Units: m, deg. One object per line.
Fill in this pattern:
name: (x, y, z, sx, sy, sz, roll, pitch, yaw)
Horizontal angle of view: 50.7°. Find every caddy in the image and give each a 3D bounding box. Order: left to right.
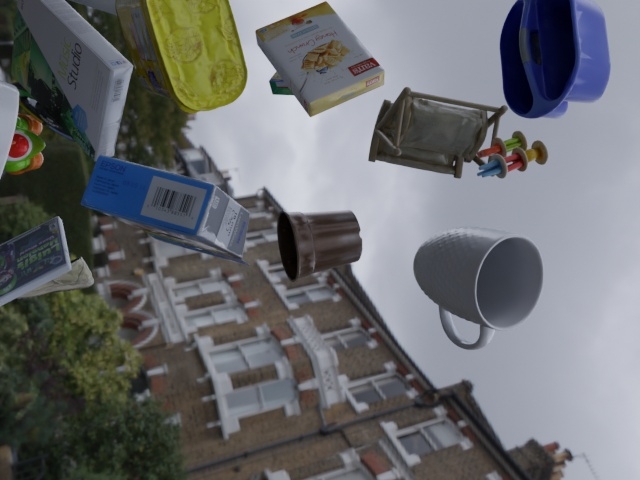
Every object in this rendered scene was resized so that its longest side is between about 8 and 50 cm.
caddy: (0.559, -0.462, 1.663, 0.241, 0.179, 0.341, -24, -115, 59)

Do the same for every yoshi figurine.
yoshi figurine: (-0.812, -0.219, 1.597, 0.203, 0.203, 0.362, 43, 10, -6)

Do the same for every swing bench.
swing bench: (0.275, -0.254, 1.643, 0.255, 0.253, 0.165, -157, -103, -80)

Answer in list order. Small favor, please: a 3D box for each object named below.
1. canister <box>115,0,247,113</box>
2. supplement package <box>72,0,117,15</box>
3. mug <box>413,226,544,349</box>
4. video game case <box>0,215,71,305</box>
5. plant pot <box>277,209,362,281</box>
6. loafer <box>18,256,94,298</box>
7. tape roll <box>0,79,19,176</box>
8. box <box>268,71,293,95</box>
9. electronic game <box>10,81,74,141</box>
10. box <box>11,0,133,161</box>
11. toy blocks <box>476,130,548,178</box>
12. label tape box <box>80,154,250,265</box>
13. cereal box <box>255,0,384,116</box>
canister: (-0.141, -0.196, 0.653, 0.170, 0.073, 0.126, 31, -41, 60)
supplement package: (-0.357, -0.558, 1.151, 0.199, 0.198, 0.262, 85, 25, -72)
mug: (0.440, 0.141, 2.010, 0.328, 0.276, 0.374, 16, -72, 57)
video game case: (-0.623, 0.046, 1.419, 0.173, 0.190, 0.022, 58, -7, 44)
plant pot: (0.000, 0.000, 1.569, 0.167, 0.165, 0.167, 170, -90, -73)
loafer: (-0.738, 0.098, 1.785, 0.102, 0.268, 0.092, -5, -87, 48)
tape roll: (-0.574, -0.129, 1.057, 0.286, 0.100, 0.286, -25, -124, 43)
box: (-0.039, -0.415, 1.633, 0.105, 0.179, 0.043, 7, -45, 24)
electronic game: (-0.646, -0.303, 1.635, 0.048, 0.229, 0.229, -61, -165, -17)
box: (-0.523, -0.352, 1.397, 0.322, 0.058, 0.232, 44, -48, 20)
toy blocks: (0.373, -0.173, 1.400, 0.123, 0.148, 0.054, -132, -153, -56)
label tape box: (-0.280, -0.052, 1.360, 0.333, 0.241, 0.106, 46, 60, -75)
cereal box: (-0.003, -0.371, 1.367, 0.240, 0.173, 0.047, 56, -14, 29)
